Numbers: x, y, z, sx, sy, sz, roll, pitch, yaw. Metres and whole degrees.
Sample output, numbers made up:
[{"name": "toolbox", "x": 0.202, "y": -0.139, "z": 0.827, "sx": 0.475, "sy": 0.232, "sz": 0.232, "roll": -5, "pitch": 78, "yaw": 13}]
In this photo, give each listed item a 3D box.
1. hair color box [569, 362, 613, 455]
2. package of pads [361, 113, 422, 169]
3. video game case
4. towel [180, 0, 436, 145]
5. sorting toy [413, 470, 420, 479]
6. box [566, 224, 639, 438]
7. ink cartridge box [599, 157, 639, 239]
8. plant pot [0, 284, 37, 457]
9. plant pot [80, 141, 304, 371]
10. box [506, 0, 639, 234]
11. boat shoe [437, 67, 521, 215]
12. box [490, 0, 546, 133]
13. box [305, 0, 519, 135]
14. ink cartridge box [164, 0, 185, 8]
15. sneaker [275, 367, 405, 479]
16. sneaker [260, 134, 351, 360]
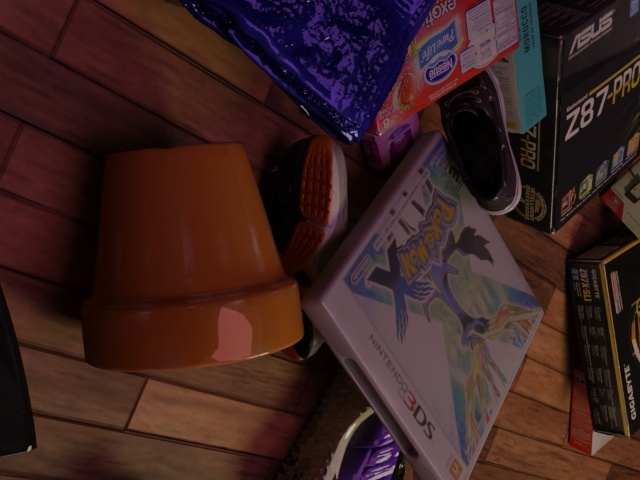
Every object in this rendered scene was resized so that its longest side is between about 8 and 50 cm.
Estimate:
[{"name": "hair color box", "x": 0.502, "y": 0.295, "z": 1.753, "sx": 0.093, "sy": 0.053, "sz": 0.167, "roll": -24, "pitch": 123, "yaw": -39}, {"name": "package of pads", "x": 0.088, "y": -0.128, "z": 1.170, "sx": 0.083, "sy": 0.032, "sz": 0.050, "roll": -40, "pitch": 129, "yaw": -29}, {"name": "video game case", "x": 0.137, "y": 0.079, "z": 1.118, "sx": 0.300, "sy": 0.036, "sz": 0.329, "roll": 57, "pitch": 44, "yaw": -21}, {"name": "towel", "x": 0.037, "y": -0.270, "z": 0.872, "sx": 0.227, "sy": 0.076, "sz": 0.308, "roll": 37, "pitch": 76, "yaw": -37}, {"name": "sorting toy", "x": 0.182, "y": 0.173, "z": 1.352, "sx": 0.126, "sy": 0.127, "sz": 0.366, "roll": -39, "pitch": 132, "yaw": -60}, {"name": "box", "x": 0.551, "y": 0.142, "z": 1.679, "sx": 0.257, "sy": 0.079, "sz": 0.322, "roll": -24, "pitch": 108, "yaw": -41}, {"name": "ink cartridge box", "x": 0.544, "y": -0.083, "z": 1.556, "sx": 0.063, "sy": 0.109, "sz": 0.150, "roll": -34, "pitch": 166, "yaw": -31}, {"name": "plant pot", "x": -0.336, "y": 0.071, "z": 0.708, "sx": 0.187, "sy": 0.188, "sz": 0.167, "roll": -1, "pitch": 93, "yaw": -46}, {"name": "plant pot", "x": -0.125, "y": 0.007, "z": 0.894, "sx": 0.205, "sy": 0.205, "sz": 0.188, "roll": -10, "pitch": 97, "yaw": -44}, {"name": "box", "x": 0.415, "y": -0.240, "z": 1.401, "sx": 0.395, "sy": 0.097, "sz": 0.318, "roll": -36, "pitch": 134, "yaw": -32}, {"name": "boat shoe", "x": 0.180, "y": -0.141, "z": 1.156, "sx": 0.076, "sy": 0.080, "sz": 0.229, "roll": 17, "pitch": 59, "yaw": -65}, {"name": "box", "x": 0.217, "y": -0.260, "z": 1.203, "sx": 0.060, "sy": 0.100, "sz": 0.244, "roll": -38, "pitch": 130, "yaw": -32}, {"name": "box", "x": 0.096, "y": -0.233, "z": 1.069, "sx": 0.257, "sy": 0.122, "sz": 0.128, "roll": -35, "pitch": 126, "yaw": -32}, {"name": "ink cartridge box", "x": -0.069, "y": -0.323, "z": 0.888, "sx": 0.153, "sy": 0.086, "sz": 0.209, "roll": -19, "pitch": 117, "yaw": -41}, {"name": "sneaker", "x": 0.066, "y": 0.256, "z": 1.230, "sx": 0.146, "sy": 0.102, "sz": 0.293, "roll": 40, "pitch": 83, "yaw": -33}, {"name": "sneaker", "x": 0.000, "y": 0.000, "z": 1.095, "sx": 0.121, "sy": 0.099, "sz": 0.263, "roll": -24, "pitch": 129, "yaw": -47}]
